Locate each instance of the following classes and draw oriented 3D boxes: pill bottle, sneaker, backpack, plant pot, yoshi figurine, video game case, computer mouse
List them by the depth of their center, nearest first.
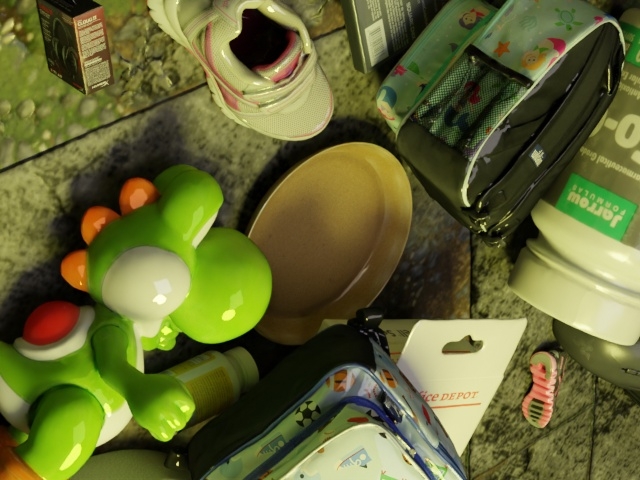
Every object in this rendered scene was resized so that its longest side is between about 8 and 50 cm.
[{"bbox_3d":[-0.054,-0.163,1.426,0.103,0.111,0.252,-53,139,-4],"label":"sneaker"},{"bbox_3d":[-0.167,0.111,1.450,0.362,0.203,0.203,-59,155,-1],"label":"yoshi figurine"},{"bbox_3d":[0.028,0.253,1.542,0.276,0.213,0.263,-38,116,13],"label":"backpack"},{"bbox_3d":[0.126,-0.315,1.570,0.274,0.026,0.196,-35,135,-24],"label":"video game case"},{"bbox_3d":[-0.123,0.152,1.596,0.116,0.065,0.065,-23,129,-32],"label":"pill bottle"},{"bbox_3d":[0.194,-0.149,1.601,0.253,0.191,0.225,-47,156,0],"label":"backpack"},{"bbox_3d":[0.000,0.000,1.643,0.236,0.032,0.236,-23,128,-33],"label":"plant pot"},{"bbox_3d":[0.374,-0.073,1.825,0.204,0.204,0.361,14,104,-47],"label":"pill bottle"},{"bbox_3d":[0.440,0.138,1.989,0.184,0.262,0.060,-55,-170,38],"label":"computer mouse"},{"bbox_3d":[0.304,0.194,2.053,0.057,0.047,0.119,-26,133,-45],"label":"sneaker"}]

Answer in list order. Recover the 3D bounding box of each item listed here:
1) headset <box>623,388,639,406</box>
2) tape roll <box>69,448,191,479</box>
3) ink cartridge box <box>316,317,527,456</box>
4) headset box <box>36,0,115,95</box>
[{"bbox_3d":[0.497,0.086,2.129,0.243,0.185,0.394,-39,151,-13],"label":"headset"},{"bbox_3d":[-0.243,0.404,1.638,0.392,0.072,0.392,-23,130,-31],"label":"tape roll"},{"bbox_3d":[0.065,0.203,1.738,0.207,0.119,0.354,3,120,-45],"label":"ink cartridge box"},{"bbox_3d":[-0.208,-0.174,1.309,0.032,0.062,0.083,-29,133,-29],"label":"headset box"}]
